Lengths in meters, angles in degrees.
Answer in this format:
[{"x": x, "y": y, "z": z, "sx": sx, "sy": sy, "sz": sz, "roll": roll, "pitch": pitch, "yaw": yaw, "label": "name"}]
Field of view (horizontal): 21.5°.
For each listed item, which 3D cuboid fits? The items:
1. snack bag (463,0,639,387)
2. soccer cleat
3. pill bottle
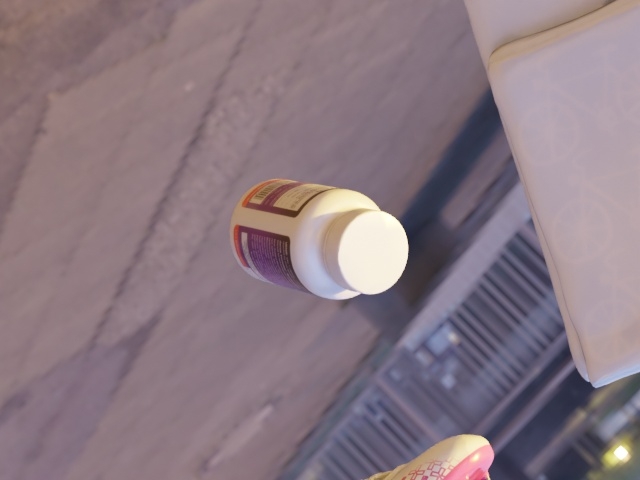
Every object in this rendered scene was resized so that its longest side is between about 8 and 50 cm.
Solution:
[{"x": 0.200, "y": -0.138, "z": 0.769, "sx": 0.323, "sy": 0.343, "sz": 0.037, "roll": -24, "pitch": 167, "yaw": 36, "label": "snack bag"}, {"x": 0.023, "y": 0.282, "z": 1.617, "sx": 0.331, "sy": 0.143, "sz": 0.116, "roll": -50, "pitch": 158, "yaw": 18, "label": "soccer cleat"}, {"x": 0.000, "y": 0.000, "z": 1.651, "sx": 0.108, "sy": 0.108, "sz": 0.193, "roll": -41, "pitch": -155, "yaw": -20, "label": "pill bottle"}]
